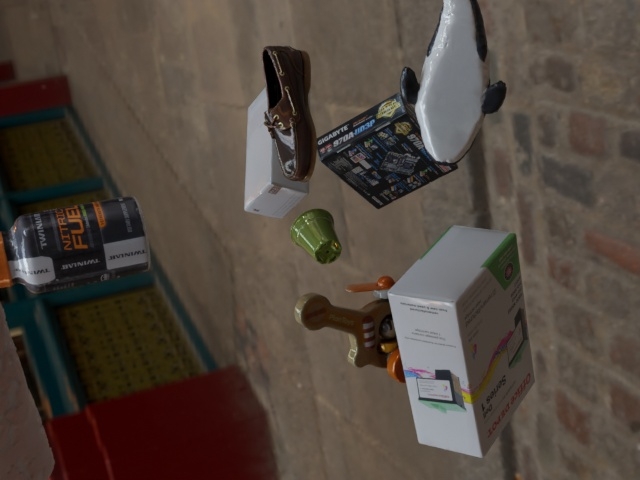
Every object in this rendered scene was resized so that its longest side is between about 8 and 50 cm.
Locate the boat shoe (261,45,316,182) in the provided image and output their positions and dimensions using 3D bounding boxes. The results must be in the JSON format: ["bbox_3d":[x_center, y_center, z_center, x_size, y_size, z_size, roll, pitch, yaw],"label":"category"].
[{"bbox_3d":[-0.054,-0.188,1.521,0.073,0.073,0.207,-19,73,51],"label":"boat shoe"}]

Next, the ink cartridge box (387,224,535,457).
[{"bbox_3d":[0.217,0.149,1.524,0.117,0.201,0.278,8,124,35],"label":"ink cartridge box"}]

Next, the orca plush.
[{"bbox_3d":[0.179,-0.253,1.495,0.102,0.151,0.287,-159,57,-86],"label":"orca plush"}]

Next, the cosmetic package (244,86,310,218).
[{"bbox_3d":[-0.078,-0.168,1.876,0.117,0.085,0.231,-40,44,53],"label":"cosmetic package"}]

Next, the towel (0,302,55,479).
[{"bbox_3d":[-0.431,0.253,1.132,0.053,0.317,0.332,16,134,21],"label":"towel"}]

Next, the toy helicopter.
[{"bbox_3d":[0.099,0.173,2.328,0.140,0.355,0.235,27,99,55],"label":"toy helicopter"}]

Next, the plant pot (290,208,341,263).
[{"bbox_3d":[0.000,0.000,1.784,0.079,0.083,0.083,-124,29,-48],"label":"plant pot"}]

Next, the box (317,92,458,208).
[{"bbox_3d":[0.120,-0.152,1.810,0.220,0.175,0.051,35,-147,-51],"label":"box"}]

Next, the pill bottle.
[{"bbox_3d":[-0.406,0.011,1.642,0.130,0.245,0.130,168,90,-73],"label":"pill bottle"}]
